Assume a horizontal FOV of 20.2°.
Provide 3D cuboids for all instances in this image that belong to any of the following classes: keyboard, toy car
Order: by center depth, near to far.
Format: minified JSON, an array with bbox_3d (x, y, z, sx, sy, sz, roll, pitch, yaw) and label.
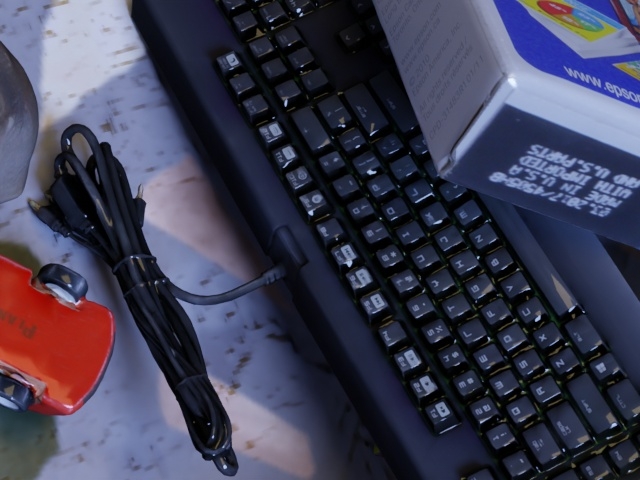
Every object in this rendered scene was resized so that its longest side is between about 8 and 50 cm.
[{"bbox_3d":[-0.213,-0.027,0.726,0.239,0.053,0.225,-4,76,-25],"label":"toy car"},{"bbox_3d":[0.000,0.000,0.753,0.201,0.033,0.317,-28,63,-6],"label":"keyboard"}]

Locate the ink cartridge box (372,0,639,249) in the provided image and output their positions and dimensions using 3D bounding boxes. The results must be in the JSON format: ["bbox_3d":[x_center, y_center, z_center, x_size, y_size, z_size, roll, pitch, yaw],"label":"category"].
[{"bbox_3d":[0.149,-0.107,0.840,0.303,0.072,0.307,17,36,-29],"label":"ink cartridge box"}]

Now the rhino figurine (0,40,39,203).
[{"bbox_3d":[-0.183,-0.039,0.623,0.106,0.073,0.243,55,28,4],"label":"rhino figurine"}]

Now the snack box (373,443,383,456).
[{"bbox_3d":[0.072,0.027,0.806,0.037,0.100,0.141,21,68,-17],"label":"snack box"}]
